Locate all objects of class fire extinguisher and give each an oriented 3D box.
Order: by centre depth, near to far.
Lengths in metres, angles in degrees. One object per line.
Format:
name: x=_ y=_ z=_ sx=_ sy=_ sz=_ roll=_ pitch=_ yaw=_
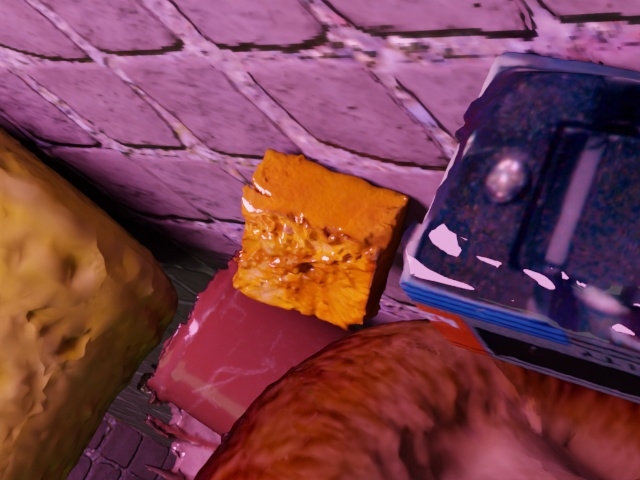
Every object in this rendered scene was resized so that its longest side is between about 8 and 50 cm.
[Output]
fire extinguisher: x=0.069 y=0.125 z=0.705 sx=0.337 sy=0.147 sz=0.106 roll=33 pitch=150 yaw=2

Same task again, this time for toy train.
toy train: x=0.222 y=0.038 z=0.275 sx=0.409 sy=0.086 sz=0.089 roll=16 pitch=162 yaw=27

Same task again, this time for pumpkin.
pumpkin: x=0.000 y=0.000 z=0.534 sx=0.074 sy=0.054 sz=0.083 roll=20 pitch=141 yaw=6

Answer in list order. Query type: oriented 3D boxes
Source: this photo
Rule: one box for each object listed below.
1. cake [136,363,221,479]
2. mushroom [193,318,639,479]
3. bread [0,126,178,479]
cake: x=-0.015 y=0.139 z=0.828 sx=0.135 sy=0.098 sz=0.287 roll=23 pitch=-177 yaw=43
mushroom: x=0.100 y=0.154 z=0.443 sx=0.334 sy=0.331 sz=0.356 roll=39 pitch=152 yaw=14
bread: x=-0.290 y=0.072 z=0.720 sx=0.348 sy=0.308 sz=0.348 roll=19 pitch=164 yaw=6
